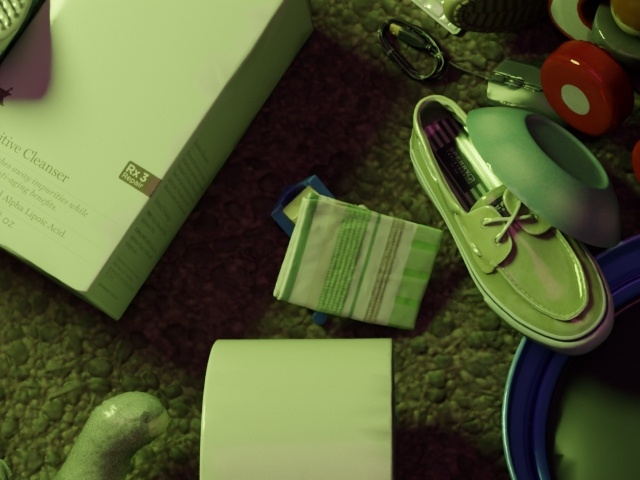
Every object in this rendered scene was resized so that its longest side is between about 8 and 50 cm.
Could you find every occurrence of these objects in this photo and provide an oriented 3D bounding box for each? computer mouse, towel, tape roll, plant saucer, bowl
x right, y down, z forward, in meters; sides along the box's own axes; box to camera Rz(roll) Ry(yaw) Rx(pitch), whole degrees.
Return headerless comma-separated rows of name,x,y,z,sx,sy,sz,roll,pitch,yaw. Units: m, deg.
computer mouse,0.170,-0.176,1.581,0.242,0.041,0.071,22,81,8
towel,0.038,0.023,1.522,0.152,0.023,0.113,15,100,-18
tape roll,-0.015,0.212,1.409,0.169,0.246,0.246,0,78,3
plant saucer,0.228,-0.074,1.483,0.195,0.195,0.037,44,116,11
bowl,0.368,0.167,1.418,0.391,0.077,0.391,-9,61,15

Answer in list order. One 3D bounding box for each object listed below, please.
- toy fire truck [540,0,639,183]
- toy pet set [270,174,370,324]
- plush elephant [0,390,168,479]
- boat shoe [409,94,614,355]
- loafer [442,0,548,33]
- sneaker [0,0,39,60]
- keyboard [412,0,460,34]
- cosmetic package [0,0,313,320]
toy fire truck,0.355,-0.185,1.440,0.169,0.254,0.302,-40,73,-23
toy pet set,0.000,0.000,1.558,0.122,0.065,0.114,-42,114,-2
plush elephant,-0.214,0.348,1.391,0.255,0.272,0.330,34,111,23
boat shoe,0.172,-0.016,1.482,0.109,0.094,0.302,-36,61,-2
loafer,0.238,-0.297,1.577,0.268,0.102,0.092,-22,69,-13
sneaker,-0.340,-0.282,1.558,0.135,0.150,0.366,37,42,-14
keyboard,0.071,-0.325,1.632,0.256,0.014,0.072,41,83,11
cosmetic package,-0.197,-0.140,1.538,0.217,0.156,0.385,30,83,11
